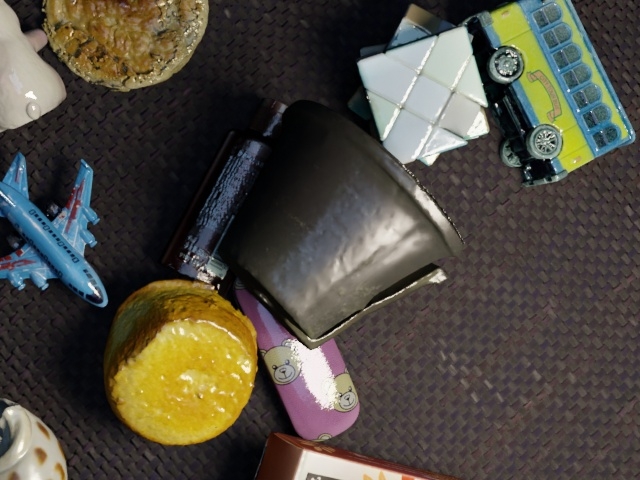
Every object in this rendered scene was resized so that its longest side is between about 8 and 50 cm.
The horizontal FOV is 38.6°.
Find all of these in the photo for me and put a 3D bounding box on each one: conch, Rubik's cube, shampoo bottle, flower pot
[{"bbox_3d":[-0.474,0.382,1.395,0.149,0.183,0.275,22,91,-39],"label":"conch"},{"bbox_3d":[0.153,-0.248,1.496,0.224,0.213,0.265,-16,102,5],"label":"Rubik's cube"},{"bbox_3d":[-0.138,-0.078,1.498,0.129,0.084,0.323,27,83,-14],"label":"shampoo bottle"},{"bbox_3d":[0.000,0.000,1.369,0.251,0.379,0.379,-45,95,-9],"label":"flower pot"}]

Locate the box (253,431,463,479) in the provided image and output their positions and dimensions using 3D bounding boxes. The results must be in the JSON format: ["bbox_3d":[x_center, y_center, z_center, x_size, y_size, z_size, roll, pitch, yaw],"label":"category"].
[{"bbox_3d":[0.055,0.516,1.433,0.385,0.122,0.344,21,84,-27],"label":"box"}]

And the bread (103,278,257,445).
[{"bbox_3d":[-0.215,0.198,1.425,0.268,0.145,0.268,-4,111,-9],"label":"bread"}]

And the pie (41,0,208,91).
[{"bbox_3d":[-0.319,-0.378,1.491,0.274,0.055,0.274,0,89,-4],"label":"pie"}]

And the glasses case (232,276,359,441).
[{"bbox_3d":[-0.040,0.178,1.508,0.123,0.076,0.316,-25,91,-14],"label":"glasses case"}]

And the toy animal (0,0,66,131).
[{"bbox_3d":[-0.502,-0.309,1.412,0.140,0.138,0.282,-27,95,-7],"label":"toy animal"}]

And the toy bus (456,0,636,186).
[{"bbox_3d":[0.373,-0.264,1.554,0.190,0.152,0.312,-28,93,-8],"label":"toy bus"}]

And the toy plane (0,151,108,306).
[{"bbox_3d":[-0.429,0.001,1.435,0.254,0.105,0.271,-42,96,-7],"label":"toy plane"}]
